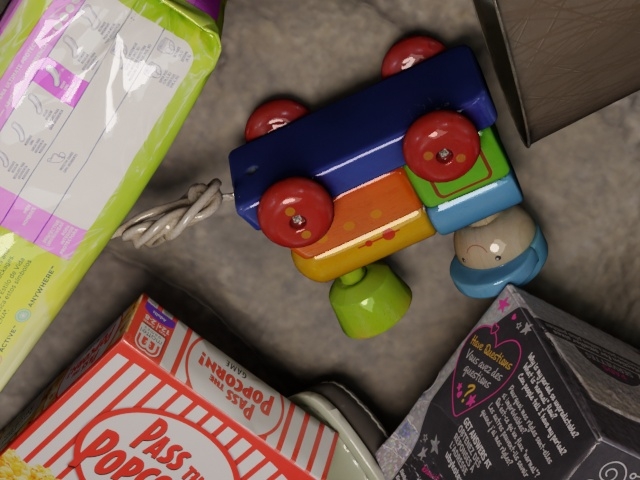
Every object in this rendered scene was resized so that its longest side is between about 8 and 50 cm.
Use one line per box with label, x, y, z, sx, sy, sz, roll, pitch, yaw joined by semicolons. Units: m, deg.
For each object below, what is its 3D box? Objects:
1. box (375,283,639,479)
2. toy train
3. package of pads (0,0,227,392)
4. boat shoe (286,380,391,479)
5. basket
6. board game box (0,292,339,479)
box;0.182;0.157;1.114;0.247;0.163;0.142;28;110;-27
toy train;0.000;0.000;1.117;0.248;0.105;0.143;-24;123;9
package of pads;-0.155;-0.041;1.022;0.101;0.229;0.296;31;109;-12
boat shoe;0.050;0.176;1.199;0.081;0.068;0.228;-11;112;48
basket;0.185;-0.178;1.017;0.226;0.154;0.204;-18;113;3
board game box;-0.106;0.135;1.159;0.146;0.045;0.193;37;127;-14
